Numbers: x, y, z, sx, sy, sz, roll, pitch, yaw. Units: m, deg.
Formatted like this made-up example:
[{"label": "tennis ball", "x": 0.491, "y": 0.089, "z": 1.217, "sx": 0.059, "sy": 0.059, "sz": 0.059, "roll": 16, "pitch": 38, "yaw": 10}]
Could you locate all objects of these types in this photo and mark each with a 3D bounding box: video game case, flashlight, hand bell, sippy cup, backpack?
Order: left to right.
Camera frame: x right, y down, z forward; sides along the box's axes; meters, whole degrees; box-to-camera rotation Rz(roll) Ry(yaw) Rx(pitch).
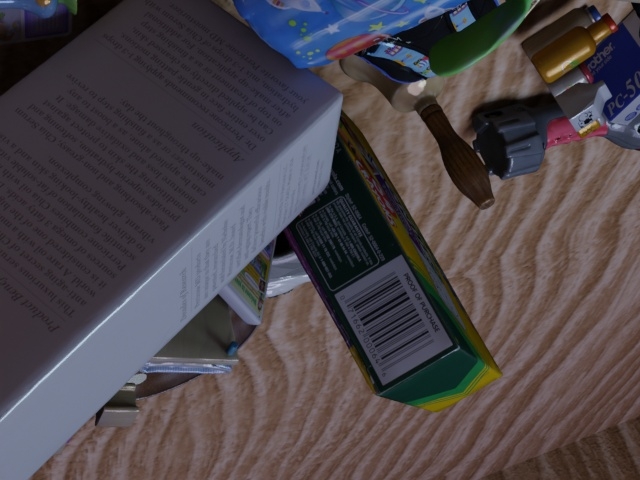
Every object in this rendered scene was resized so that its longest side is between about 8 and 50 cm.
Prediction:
[{"label": "video game case", "x": -0.093, "y": -0.023, "z": 1.492, "sx": 0.023, "sy": 0.193, "sz": 0.212, "roll": 4, "pitch": 160, "yaw": 16}, {"label": "sippy cup", "x": 0.035, "y": -0.273, "z": 1.108, "sx": 0.224, "sy": 0.305, "sz": 0.240, "roll": -29, "pitch": -177, "yaw": 26}, {"label": "backpack", "x": 0.099, "y": -0.248, "z": 1.317, "sx": 0.158, "sy": 0.117, "sz": 0.173, "roll": -36, "pitch": 152, "yaw": 17}, {"label": "hand bell", "x": 0.128, "y": -0.133, "z": 1.412, "sx": 0.126, "sy": 0.242, "sz": 0.126, "roll": -22, "pitch": 154, "yaw": -11}, {"label": "flashlight", "x": 0.357, "y": -0.150, "z": 1.743, "sx": 0.304, "sy": 0.103, "sz": 0.103, "roll": -17, "pitch": 119, "yaw": -28}]

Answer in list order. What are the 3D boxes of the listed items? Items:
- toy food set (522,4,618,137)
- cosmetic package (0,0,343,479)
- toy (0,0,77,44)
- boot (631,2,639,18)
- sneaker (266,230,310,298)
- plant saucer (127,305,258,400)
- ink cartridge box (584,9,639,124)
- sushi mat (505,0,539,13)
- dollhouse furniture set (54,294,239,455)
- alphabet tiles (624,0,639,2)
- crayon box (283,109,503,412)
[{"label": "toy food set", "x": 0.329, "y": -0.222, "z": 1.584, "sx": 0.104, "sy": 0.111, "sz": 0.232, "roll": -33, "pitch": 150, "yaw": 12}, {"label": "cosmetic package", "x": -0.210, "y": -0.015, "z": 1.136, "sx": 0.453, "sy": 0.230, "sz": 0.161, "roll": -44, "pitch": 162, "yaw": -27}, {"label": "toy", "x": -0.324, "y": -0.193, "z": 1.092, "sx": 0.237, "sy": 0.056, "sz": 0.137, "roll": -16, "pitch": 151, "yaw": -22}, {"label": "boot", "x": 0.358, "y": -0.340, "z": 1.400, "sx": 0.207, "sy": 0.094, "sz": 0.246, "roll": 16, "pitch": 162, "yaw": -17}, {"label": "sneaker", "x": 0.000, "y": 0.000, "z": 1.706, "sx": 0.271, "sy": 0.100, "sz": 0.108, "roll": -16, "pitch": 147, "yaw": -21}, {"label": "plant saucer", "x": -0.232, "y": 0.135, "z": 1.788, "sx": 0.310, "sy": 0.050, "sz": 0.310, "roll": -22, "pitch": 153, "yaw": -12}, {"label": "ink cartridge box", "x": 0.436, "y": -0.255, "z": 1.642, "sx": 0.046, "sy": 0.097, "sz": 0.207, "roll": 1, "pitch": 143, "yaw": -44}, {"label": "sushi mat", "x": 0.259, "y": -0.368, "z": 1.173, "sx": 0.019, "sy": 0.151, "sz": 0.316, "roll": 21, "pitch": 122, "yaw": -36}, {"label": "dollhouse furniture set", "x": -0.240, "y": 0.145, "z": 1.527, "sx": 0.303, "sy": 0.286, "sz": 0.198, "roll": 3, "pitch": 143, "yaw": -28}, {"label": "alphabet tiles", "x": 0.293, "y": -0.317, "z": 1.337, "sx": 0.198, "sy": 0.009, "sz": 0.237, "roll": 9, "pitch": 164, "yaw": 12}, {"label": "crayon box", "x": 0.055, "y": 0.005, "z": 1.411, "sx": 0.106, "sy": 0.363, "sz": 0.313, "roll": -31, "pitch": 163, "yaw": 9}]
